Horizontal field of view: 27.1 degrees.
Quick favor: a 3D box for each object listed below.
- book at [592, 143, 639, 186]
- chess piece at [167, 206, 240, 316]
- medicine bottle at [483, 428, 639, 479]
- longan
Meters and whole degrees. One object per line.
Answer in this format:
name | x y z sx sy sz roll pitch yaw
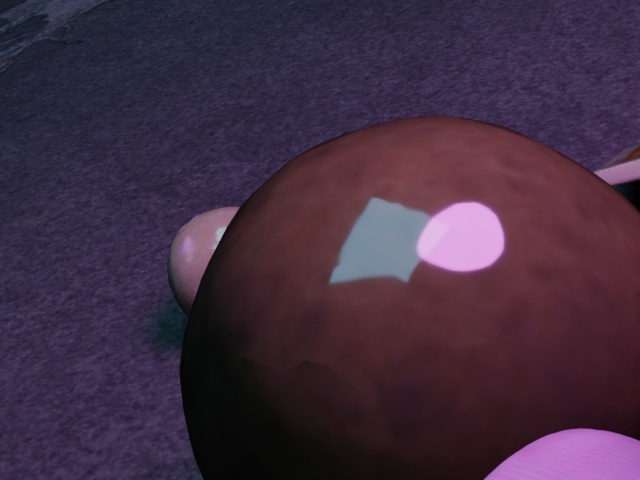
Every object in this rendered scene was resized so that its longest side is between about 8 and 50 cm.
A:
book | 0.365 -0.097 1.020 0.295 0.020 0.208 -16 4 23
chess piece | 0.000 0.000 1.066 0.261 0.142 0.142 -15 27 13
medicine bottle | 0.203 0.203 0.487 0.202 0.202 0.316 -36 33 -32
longan | 0.066 0.062 0.765 0.297 0.297 0.297 -14 28 7
